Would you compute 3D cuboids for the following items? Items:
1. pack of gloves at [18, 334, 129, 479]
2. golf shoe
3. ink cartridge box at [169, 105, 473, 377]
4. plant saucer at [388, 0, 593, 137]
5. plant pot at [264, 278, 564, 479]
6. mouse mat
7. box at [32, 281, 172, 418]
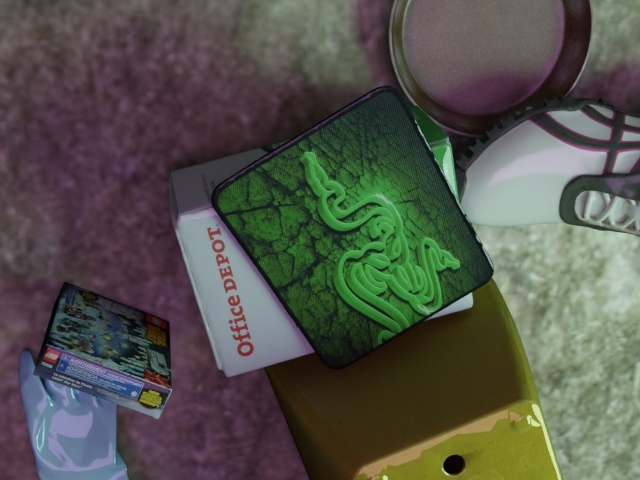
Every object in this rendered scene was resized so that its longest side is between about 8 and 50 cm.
[{"bbox_3d":[-0.246,0.196,0.751,0.195,0.046,0.232,-13,87,-8],"label":"pack of gloves"},{"bbox_3d":[0.237,-0.051,0.755,0.273,0.120,0.105,-13,137,-4],"label":"golf shoe"},{"bbox_3d":[0.000,0.000,0.743,0.208,0.087,0.153,-15,120,-6],"label":"ink cartridge box"},{"bbox_3d":[0.134,-0.168,0.763,0.168,0.029,0.168,-3,107,-9],"label":"plant saucer"},{"bbox_3d":[0.093,0.173,0.769,0.212,0.187,0.212,-21,109,-3],"label":"plant pot"},{"bbox_3d":[0.029,-0.002,0.695,0.152,0.007,0.189,-32,120,3],"label":"mouse mat"},{"bbox_3d":[-0.161,0.080,0.723,0.094,0.137,0.027,24,101,-16],"label":"box"}]
